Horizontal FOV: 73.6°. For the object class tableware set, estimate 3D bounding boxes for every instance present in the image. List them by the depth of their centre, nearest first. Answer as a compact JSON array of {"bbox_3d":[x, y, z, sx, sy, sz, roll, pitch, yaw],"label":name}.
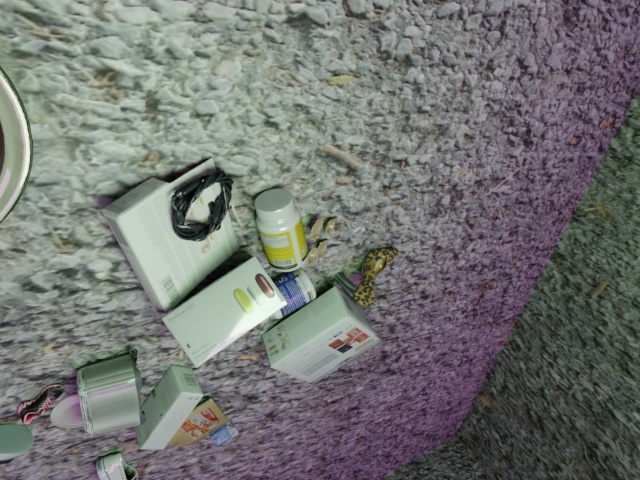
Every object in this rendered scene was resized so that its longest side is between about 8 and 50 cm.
[{"bbox_3d":[0.000,0.000,1.274,0.141,0.020,0.168,-27,137,-58],"label":"tableware set"}]

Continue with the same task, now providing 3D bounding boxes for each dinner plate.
[{"bbox_3d":[-0.664,0.474,1.185,0.141,0.017,0.141,-20,133,-23],"label":"dinner plate"}]

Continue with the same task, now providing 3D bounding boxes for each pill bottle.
[{"bbox_3d":[-0.104,-0.026,1.143,0.119,0.119,0.208,-27,134,-18],"label":"pill bottle"},{"bbox_3d":[-0.119,0.170,1.287,0.187,0.112,0.111,-28,135,-17],"label":"pill bottle"}]

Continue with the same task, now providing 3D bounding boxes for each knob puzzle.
[{"bbox_3d":[-0.433,0.629,1.465,0.213,0.030,0.213,-20,132,-24],"label":"knob puzzle"}]

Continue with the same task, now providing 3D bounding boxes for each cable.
[{"bbox_3d":[-0.260,-0.080,0.987,0.184,0.047,0.150,-46,144,-37],"label":"cable"}]

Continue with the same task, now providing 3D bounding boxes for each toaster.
[{"bbox_3d":[-0.551,0.402,1.129,0.147,0.129,0.226,-9,119,-29],"label":"toaster"}]

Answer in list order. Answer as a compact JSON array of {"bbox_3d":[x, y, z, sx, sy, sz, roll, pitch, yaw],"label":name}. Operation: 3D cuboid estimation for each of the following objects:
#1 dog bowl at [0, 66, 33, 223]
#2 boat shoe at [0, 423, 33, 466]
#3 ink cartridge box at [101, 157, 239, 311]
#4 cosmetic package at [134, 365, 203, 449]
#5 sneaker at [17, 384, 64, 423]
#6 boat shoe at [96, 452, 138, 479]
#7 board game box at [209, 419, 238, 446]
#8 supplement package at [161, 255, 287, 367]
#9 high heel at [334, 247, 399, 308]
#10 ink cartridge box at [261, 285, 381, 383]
[{"bbox_3d":[-0.646,-0.162,0.586,0.408,0.150,0.407,-21,128,-30],"label":"dog bowl"},{"bbox_3d":[-0.847,0.487,0.993,0.105,0.113,0.306,-40,153,4],"label":"boat shoe"},{"bbox_3d":[-0.333,-0.018,1.020,0.261,0.066,0.296,-46,144,-37],"label":"ink cartridge box"},{"bbox_3d":[-0.461,0.501,1.285,0.086,0.117,0.231,29,101,-45],"label":"cosmetic package"},{"bbox_3d":[-0.702,0.416,1.082,0.119,0.057,0.047,-37,134,-10],"label":"sneaker"},{"bbox_3d":[-0.632,0.774,1.380,0.084,0.095,0.258,-20,133,-18],"label":"boat shoe"},{"bbox_3d":[-0.359,0.719,1.595,0.090,0.020,0.090,-28,136,-17],"label":"board game box"},{"bbox_3d":[-0.240,0.170,1.103,0.262,0.204,0.145,-35,93,-10],"label":"supplement package"},{"bbox_3d":[0.200,0.127,1.436,0.261,0.186,0.093,-27,133,-18],"label":"high heel"},{"bbox_3d":[0.010,0.332,1.449,0.310,0.130,0.272,-35,138,11],"label":"ink cartridge box"}]
